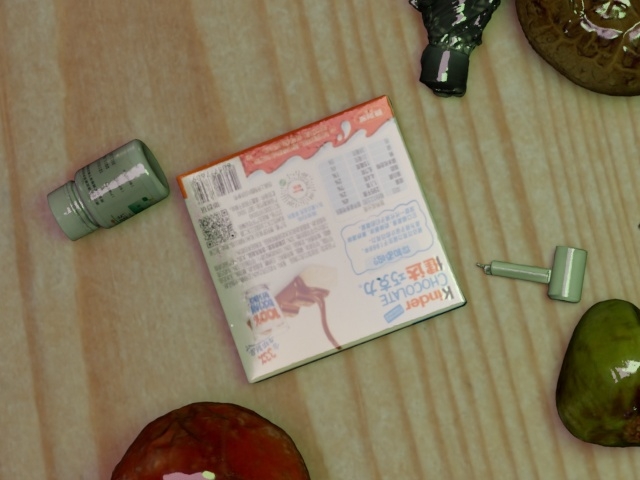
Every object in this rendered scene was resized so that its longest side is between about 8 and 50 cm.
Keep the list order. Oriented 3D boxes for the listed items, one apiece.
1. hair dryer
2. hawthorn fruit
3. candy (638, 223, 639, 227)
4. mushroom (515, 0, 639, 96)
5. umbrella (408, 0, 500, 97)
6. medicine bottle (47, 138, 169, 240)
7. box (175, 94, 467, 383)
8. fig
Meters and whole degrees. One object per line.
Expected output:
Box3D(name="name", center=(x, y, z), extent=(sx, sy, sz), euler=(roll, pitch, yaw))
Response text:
Box3D(name="hair dryer", center=(0.241, 0.032, 1.795), extent=(0.124, 0.038, 0.063), euler=(9, 84, 17))
Box3D(name="hawthorn fruit", center=(-0.136, 0.300, 1.706), extent=(0.242, 0.272, 0.241), euler=(1, 92, 16))
Box3D(name="candy", center=(0.454, -0.107, 1.762), extent=(0.073, 0.077, 0.262), euler=(44, 101, 13))
Box3D(name="mushroom", center=(0.344, -0.283, 1.748), extent=(0.253, 0.153, 0.253), euler=(0, 94, 1))
Box3D(name="umbrella", center=(0.161, -0.342, 1.797), extent=(0.154, 0.128, 0.336), euler=(25, 91, 6))
Box3D(name="medicine bottle", center=(-0.252, -0.057, 1.855), extent=(0.130, 0.080, 0.080), euler=(-29, 81, 6))
Box3D(name="box", center=(0.000, 0.000, 1.826), extent=(0.273, 0.048, 0.264), euler=(-20, 82, 5))
Box3D(name="fig", center=(0.336, 0.144, 1.721), extent=(0.154, 0.144, 0.165), euler=(-21, 70, 43))
